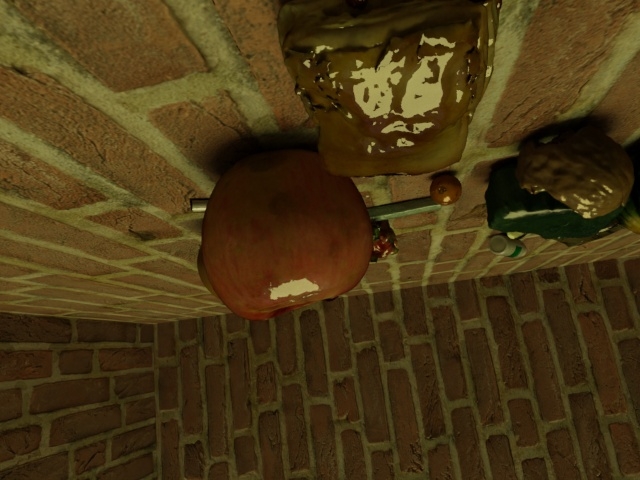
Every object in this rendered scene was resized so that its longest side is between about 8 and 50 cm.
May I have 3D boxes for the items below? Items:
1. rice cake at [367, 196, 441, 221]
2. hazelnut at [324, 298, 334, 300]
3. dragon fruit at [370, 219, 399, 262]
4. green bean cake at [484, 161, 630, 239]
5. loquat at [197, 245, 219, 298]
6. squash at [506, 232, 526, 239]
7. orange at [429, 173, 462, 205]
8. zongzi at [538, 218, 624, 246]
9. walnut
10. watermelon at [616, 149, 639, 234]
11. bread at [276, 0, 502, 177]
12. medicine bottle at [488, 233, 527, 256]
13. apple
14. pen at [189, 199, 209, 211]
[{"bbox_3d":[0.239,-0.092,1.332,0.246,0.042,0.045,-10,163,12],"label":"rice cake"},{"bbox_3d":[0.010,0.132,1.798,0.217,0.216,0.251,-15,140,28],"label":"hazelnut"},{"bbox_3d":[0.178,-0.001,1.417,0.135,0.137,0.236,-23,-178,4],"label":"dragon fruit"},{"bbox_3d":[0.605,-0.108,1.178,0.309,0.168,0.300,-6,165,14],"label":"green bean cake"},{"bbox_3d":[-0.232,0.067,1.310,0.264,0.262,0.263,-7,166,-2],"label":"loquat"},{"bbox_3d":[0.705,-0.109,1.354,0.252,0.093,0.169,-21,-155,44],"label":"squash"},{"bbox_3d":[0.326,-0.132,1.145,0.084,0.083,0.083,-7,166,-2],"label":"orange"},{"bbox_3d":[0.962,-0.068,1.626,0.290,0.122,0.260,8,155,-34],"label":"zongzi"},{"bbox_3d":[0.565,-0.158,0.949,0.239,0.203,0.141,-9,151,6],"label":"walnut"},{"bbox_3d":[0.874,-0.124,1.097,0.270,0.268,0.269,-7,166,-2],"label":"watermelon"},{"bbox_3d":[0.107,-0.196,0.615,0.278,0.166,0.324,-9,166,6],"label":"bread"},{"bbox_3d":[0.856,0.029,1.992,0.260,0.095,0.095,7,160,-45],"label":"medicine bottle"},{"bbox_3d":[-0.077,-0.016,0.928,0.365,0.363,0.364,-7,166,-2],"label":"apple"},{"bbox_3d":[-0.199,-0.092,1.142,0.270,0.033,0.033,-3,165,-16],"label":"pen"}]
